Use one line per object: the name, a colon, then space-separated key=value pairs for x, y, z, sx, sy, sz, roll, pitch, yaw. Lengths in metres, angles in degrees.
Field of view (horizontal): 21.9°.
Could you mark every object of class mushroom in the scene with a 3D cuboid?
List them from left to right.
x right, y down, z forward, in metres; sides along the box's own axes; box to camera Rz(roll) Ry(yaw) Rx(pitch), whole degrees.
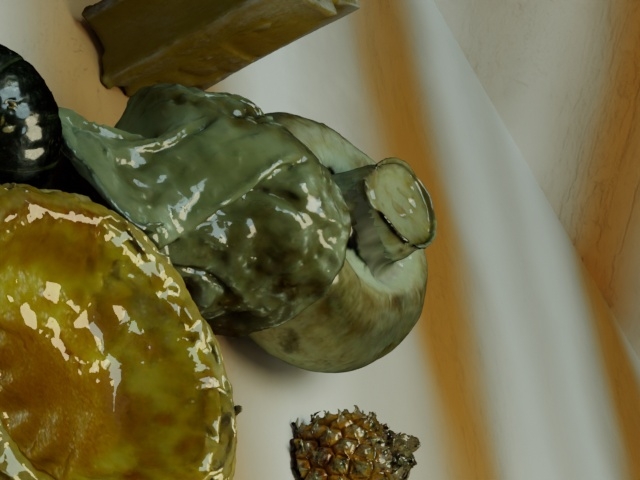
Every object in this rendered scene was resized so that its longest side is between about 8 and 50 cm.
mushroom: x=0.000 y=0.000 z=2.066 sx=0.352 sy=0.260 sz=0.352 roll=39 pitch=37 yaw=-38

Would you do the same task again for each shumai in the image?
shumai: x=-0.150 y=-0.046 z=1.738 sx=0.292 sy=0.330 sz=0.288 roll=-66 pitch=159 yaw=-10

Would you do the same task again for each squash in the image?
squash: x=-0.341 y=-0.098 z=1.596 sx=0.193 sy=0.193 sz=0.156 roll=55 pitch=42 yaw=-12

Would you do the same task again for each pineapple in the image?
pineapple: x=0.064 y=0.275 z=2.031 sx=0.161 sy=0.137 sz=0.176 roll=30 pitch=37 yaw=-49

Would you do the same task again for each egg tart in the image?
egg tart: x=-0.240 y=0.130 z=1.497 sx=0.388 sy=0.169 sz=0.387 roll=38 pitch=35 yaw=-33

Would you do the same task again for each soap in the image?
soap: x=-0.122 y=-0.293 z=2.129 sx=0.259 sy=0.281 sz=0.143 roll=0 pitch=65 yaw=-63
